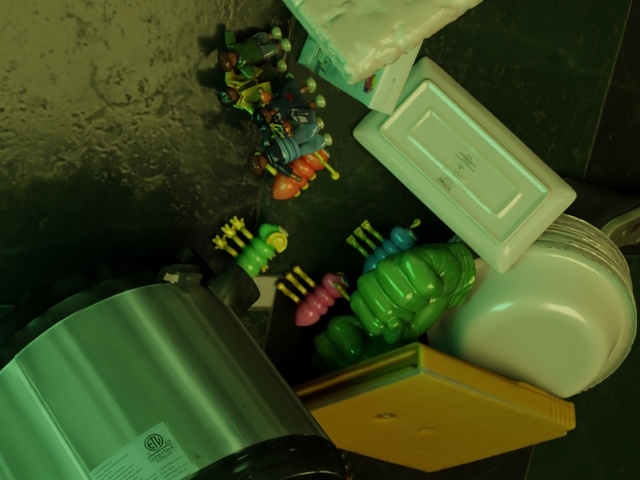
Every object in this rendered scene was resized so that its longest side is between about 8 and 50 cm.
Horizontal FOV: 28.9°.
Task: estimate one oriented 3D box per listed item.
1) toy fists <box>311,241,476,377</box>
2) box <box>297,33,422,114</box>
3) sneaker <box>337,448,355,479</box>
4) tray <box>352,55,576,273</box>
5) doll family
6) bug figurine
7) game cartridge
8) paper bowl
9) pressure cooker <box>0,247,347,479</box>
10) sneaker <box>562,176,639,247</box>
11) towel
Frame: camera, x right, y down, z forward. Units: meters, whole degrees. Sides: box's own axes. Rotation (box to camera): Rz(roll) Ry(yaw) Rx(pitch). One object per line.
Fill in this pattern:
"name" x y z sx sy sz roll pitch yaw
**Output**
"toy fists" 0.087 0.107 1.626 0.142 0.096 0.279 -6 147 -36
"box" 0.053 -0.246 1.465 0.038 0.186 0.145 14 105 -32
"sneaker" -0.014 0.360 1.751 0.125 0.104 0.262 -22 103 32
"tray" 0.183 -0.099 1.590 0.270 0.030 0.145 44 91 6
"doll family" -0.065 -0.161 1.491 0.111 0.076 0.193 -28 78 -31
"bug figurine" 0.000 0.000 1.619 0.216 0.072 0.279 -49 123 2
"game cartridge" 0.140 0.232 1.664 0.324 0.052 0.285 22 146 -39
"paper bowl" 0.284 0.110 1.687 0.284 0.148 0.284 3 128 3
"pressure cooker" -0.213 0.219 1.433 0.370 0.420 0.375 -12 141 -42
"sneaker" 0.415 -0.053 1.791 0.222 0.118 0.083 -15 139 -51
"towel" 0.079 -0.367 1.377 0.332 0.317 0.053 -35 159 -8
